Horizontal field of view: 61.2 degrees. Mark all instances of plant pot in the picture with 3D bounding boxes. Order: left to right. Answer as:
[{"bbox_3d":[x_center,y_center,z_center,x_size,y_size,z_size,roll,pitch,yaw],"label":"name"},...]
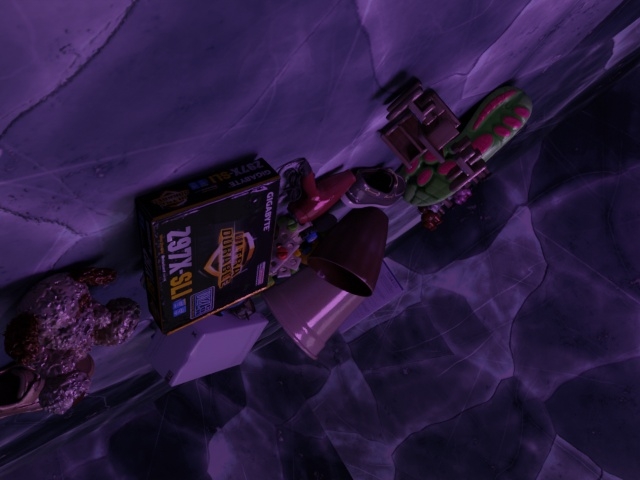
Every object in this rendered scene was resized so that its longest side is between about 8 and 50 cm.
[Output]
[{"bbox_3d":[-0.006,0.217,2.020,0.305,0.334,0.334,-40,168,-1],"label":"plant pot"},{"bbox_3d":[0.107,0.013,1.598,0.231,0.215,0.215,-60,177,-19],"label":"plant pot"}]

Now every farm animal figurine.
[{"bbox_3d":[0.479,-0.215,2.053,0.330,0.172,0.326,-47,176,24],"label":"farm animal figurine"}]

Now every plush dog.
[{"bbox_3d":[-0.485,0.150,1.009,0.263,0.210,0.226,-59,174,-41],"label":"plush dog"}]

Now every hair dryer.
[{"bbox_3d":[-0.020,-0.114,1.299,0.293,0.080,0.223,-22,164,-44],"label":"hair dryer"}]

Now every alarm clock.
[{"bbox_3d":[-0.273,0.193,1.800,0.064,0.129,0.192,-32,-164,5],"label":"alarm clock"}]

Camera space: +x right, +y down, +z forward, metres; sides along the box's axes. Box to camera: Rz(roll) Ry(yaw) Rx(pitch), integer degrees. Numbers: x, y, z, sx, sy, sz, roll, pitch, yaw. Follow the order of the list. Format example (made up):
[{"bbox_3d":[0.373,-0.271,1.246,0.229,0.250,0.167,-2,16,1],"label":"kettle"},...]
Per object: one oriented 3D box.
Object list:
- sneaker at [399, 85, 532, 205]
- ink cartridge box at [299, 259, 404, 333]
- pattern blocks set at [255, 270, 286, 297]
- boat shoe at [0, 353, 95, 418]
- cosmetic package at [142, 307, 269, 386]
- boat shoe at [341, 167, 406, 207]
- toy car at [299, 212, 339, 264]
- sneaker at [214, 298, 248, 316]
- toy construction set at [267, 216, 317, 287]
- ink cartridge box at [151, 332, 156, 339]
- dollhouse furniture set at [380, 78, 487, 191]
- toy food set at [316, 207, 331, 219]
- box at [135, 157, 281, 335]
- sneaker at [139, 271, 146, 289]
[{"bbox_3d":[0.452,-0.265,1.684,0.482,0.185,0.202,-36,164,22],"label":"sneaker"},{"bbox_3d":[0.125,0.154,2.178,0.330,0.324,0.071,-36,169,19],"label":"ink cartridge box"},{"bbox_3d":[-0.275,0.204,2.061,0.324,0.026,0.285,-38,168,22],"label":"pattern blocks set"},{"bbox_3d":[-0.696,0.346,1.281,0.341,0.122,0.110,-20,164,-44],"label":"boat shoe"},{"bbox_3d":[-0.367,0.321,1.794,0.217,0.156,0.385,-56,157,12],"label":"cosmetic package"},{"bbox_3d":[0.172,-0.158,1.562,0.091,0.109,0.304,-36,165,37],"label":"boat shoe"},{"bbox_3d":[0.000,0.000,1.728,0.181,0.159,0.136,-33,-157,-3],"label":"toy car"},{"bbox_3d":[-0.224,0.091,1.391,0.139,0.125,0.340,30,134,-31],"label":"sneaker"},{"bbox_3d":[-0.117,0.030,1.510,0.214,0.151,0.327,-29,179,-19],"label":"toy construction set"},{"bbox_3d":[-0.512,0.364,1.905,0.046,0.097,0.207,-33,168,3],"label":"ink cartridge box"},{"bbox_3d":[0.225,-0.222,1.203,0.161,0.212,0.242,-39,-166,23],"label":"dollhouse furniture set"},{"bbox_3d":[-0.001,-0.087,1.605,0.083,0.020,0.082,-22,164,-42],"label":"toy food set"},{"bbox_3d":[-0.213,0.017,1.057,0.257,0.079,0.322,-22,143,-30],"label":"box"},{"bbox_3d":[-0.268,0.042,1.202,0.275,0.110,0.107,-30,168,-12],"label":"sneaker"}]
